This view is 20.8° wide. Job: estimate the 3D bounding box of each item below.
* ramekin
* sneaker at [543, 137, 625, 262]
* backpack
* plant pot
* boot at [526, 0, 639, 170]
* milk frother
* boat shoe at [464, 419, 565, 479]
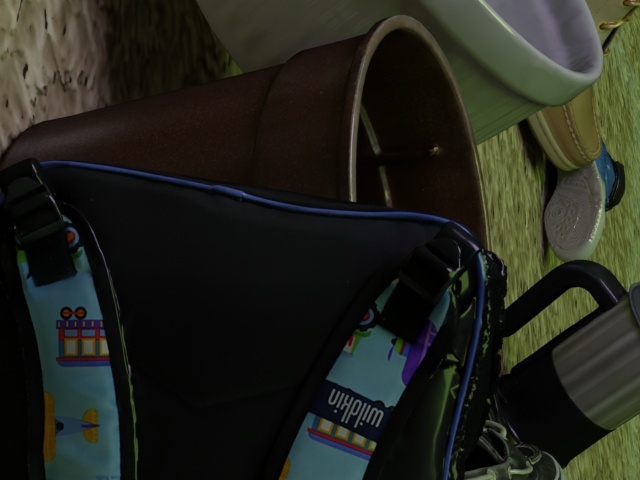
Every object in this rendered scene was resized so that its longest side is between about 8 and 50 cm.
[{"bbox_3d":[0.026,-0.128,0.802,0.207,0.109,0.207,43,26,-26],"label":"ramekin"},{"bbox_3d":[0.235,-0.032,1.526,0.084,0.058,0.152,45,36,-45],"label":"sneaker"},{"bbox_3d":[-0.029,0.069,0.536,0.117,0.158,0.173,-3,102,-85],"label":"backpack"},{"bbox_3d":[-0.033,0.003,0.698,0.167,0.165,0.167,-5,90,-68],"label":"plant pot"},{"bbox_3d":[0.256,-0.193,1.422,0.095,0.203,0.262,-35,115,-65],"label":"boot"},{"bbox_3d":[0.181,0.097,1.252,0.129,0.135,0.143,47,27,-8],"label":"milk frother"},{"bbox_3d":[0.106,0.154,1.128,0.219,0.078,0.070,-16,100,-67],"label":"boat shoe"}]
